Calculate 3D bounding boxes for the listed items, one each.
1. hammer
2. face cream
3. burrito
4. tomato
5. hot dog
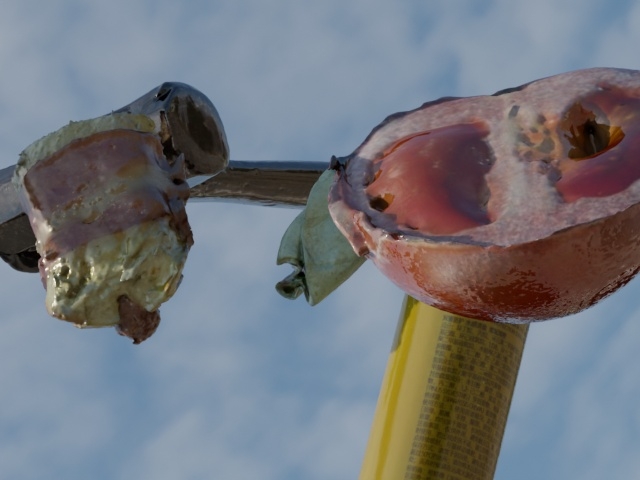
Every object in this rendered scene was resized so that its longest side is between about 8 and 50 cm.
[{"bbox_3d":[-0.109,-0.060,1.911,0.242,0.095,0.409,-27,-14,32],"label":"hammer"},{"bbox_3d":[0.096,0.130,1.555,0.105,0.105,0.349,40,-120,-54],"label":"face cream"},{"bbox_3d":[0.003,0.002,1.635,0.118,0.074,0.044,-51,-14,-22],"label":"burrito"},{"bbox_3d":[0.125,-0.009,1.170,0.228,0.199,0.112,-10,-62,8],"label":"tomato"},{"bbox_3d":[-0.173,-0.010,1.633,0.146,0.213,0.103,-15,-30,3],"label":"hot dog"}]
